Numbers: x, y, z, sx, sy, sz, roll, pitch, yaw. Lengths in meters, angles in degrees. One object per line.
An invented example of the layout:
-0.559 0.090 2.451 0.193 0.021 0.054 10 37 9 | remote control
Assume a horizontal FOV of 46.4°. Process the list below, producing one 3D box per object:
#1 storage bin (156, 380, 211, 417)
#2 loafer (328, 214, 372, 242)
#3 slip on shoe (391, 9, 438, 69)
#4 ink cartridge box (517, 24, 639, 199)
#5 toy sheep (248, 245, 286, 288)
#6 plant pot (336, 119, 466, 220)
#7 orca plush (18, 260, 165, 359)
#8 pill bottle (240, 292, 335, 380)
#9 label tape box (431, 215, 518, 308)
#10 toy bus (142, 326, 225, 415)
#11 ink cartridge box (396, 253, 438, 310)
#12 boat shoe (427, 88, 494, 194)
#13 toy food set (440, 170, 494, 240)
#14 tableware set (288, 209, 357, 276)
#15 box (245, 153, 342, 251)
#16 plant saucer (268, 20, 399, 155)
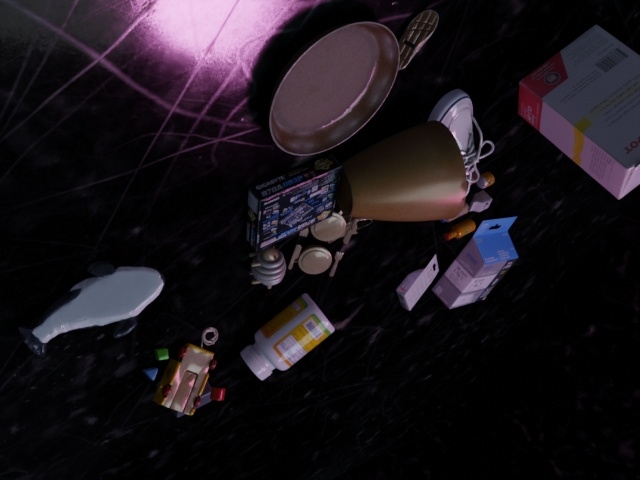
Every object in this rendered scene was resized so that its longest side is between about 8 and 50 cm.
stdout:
-0.355 0.407 1.985 0.135 0.091 0.098 -21 147 -30 | storage bin
0.071 -0.037 1.908 0.148 0.050 0.056 -35 152 -11 | loafer
0.190 -0.411 1.528 0.135 0.051 0.041 -58 -172 15 | slip on shoe
0.752 -0.337 1.953 0.279 0.384 0.160 -36 152 -8 | ink cartridge box
-0.125 0.066 1.783 0.091 0.091 0.132 -25 143 -26 | toy sheep
0.168 -0.137 1.731 0.255 0.237 0.237 -14 145 -17 | plant pot
-0.440 0.136 1.483 0.287 0.151 0.102 -41 -176 -5 | orca plush
-0.094 0.270 2.059 0.246 0.136 0.136 -38 152 -3 | pill bottle
0.577 0.079 2.641 0.241 0.106 0.333 -8 139 -47 | label tape box
-0.342 0.335 1.880 0.202 0.190 0.104 -22 -169 -29 | toy bus
0.326 0.133 2.503 0.179 0.045 0.145 -54 154 -14 | ink cartridge box
0.354 -0.215 1.884 0.136 0.156 0.367 -32 151 -17 | boat shoe
0.408 -0.110 2.151 0.105 0.111 0.232 -25 151 -27 | toy food set
0.000 0.000 1.867 0.128 0.039 0.194 11 124 -17 | tableware set
-0.061 -0.085 1.676 0.220 0.051 0.175 -26 149 -26 | box
0.019 -0.302 1.464 0.311 0.050 0.310 -31 151 -19 | plant saucer
